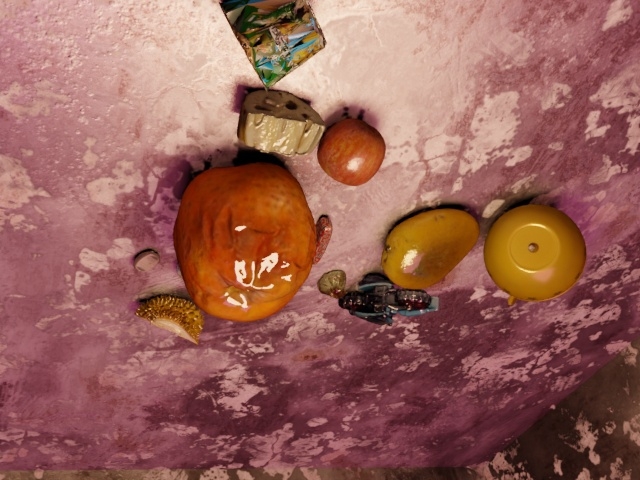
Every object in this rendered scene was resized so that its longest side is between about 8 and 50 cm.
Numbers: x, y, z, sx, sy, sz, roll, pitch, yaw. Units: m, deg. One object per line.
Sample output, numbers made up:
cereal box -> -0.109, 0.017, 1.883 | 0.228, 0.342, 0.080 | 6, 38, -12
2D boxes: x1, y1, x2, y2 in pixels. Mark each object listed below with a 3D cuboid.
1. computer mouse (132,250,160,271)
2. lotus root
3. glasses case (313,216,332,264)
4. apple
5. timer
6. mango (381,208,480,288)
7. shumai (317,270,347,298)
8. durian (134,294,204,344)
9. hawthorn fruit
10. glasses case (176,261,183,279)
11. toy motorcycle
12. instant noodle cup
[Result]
computer mouse -> -0.576, 0.066, 2.015 | 0.096, 0.039, 0.066 | -37, 134, 14
lotus root -> -0.115, -0.320, 1.650 | 0.234, 0.138, 0.119 | 9, 138, -24
glasses case -> 0.000, 0.000, 2.067 | 0.049, 0.073, 0.194 | 5, 135, -19
apple -> 0.091, -0.254, 1.735 | 0.188, 0.188, 0.174 | 21, 116, -32
timer -> 0.749, 0.052, 2.150 | 0.376, 0.376, 0.387 | -26, 161, 14
mango -> 0.381, 0.023, 2.091 | 0.365, 0.182, 0.253 | -25, 120, 1
shumai -> 0.050, 0.178, 2.262 | 0.099, 0.087, 0.124 | 13, 133, -28
durian -> -0.535, 0.264, 2.177 | 0.249, 0.183, 0.138 | 24, 90, -30
hawthorn fruit -> -0.205, 0.007, 1.762 | 0.471, 0.472, 0.472 | -7, 138, -7
glasses case -> -0.363, 0.080, 2.064 | 0.248, 0.065, 0.087 | -11, 139, -2
toy motorcycle -> 0.265, 0.233, 2.279 | 0.232, 0.172, 0.416 | 21, 157, -38
instant noodle cup -> -0.104, -0.491, 1.418 | 0.178, 0.240, 0.240 | -29, 136, 3
